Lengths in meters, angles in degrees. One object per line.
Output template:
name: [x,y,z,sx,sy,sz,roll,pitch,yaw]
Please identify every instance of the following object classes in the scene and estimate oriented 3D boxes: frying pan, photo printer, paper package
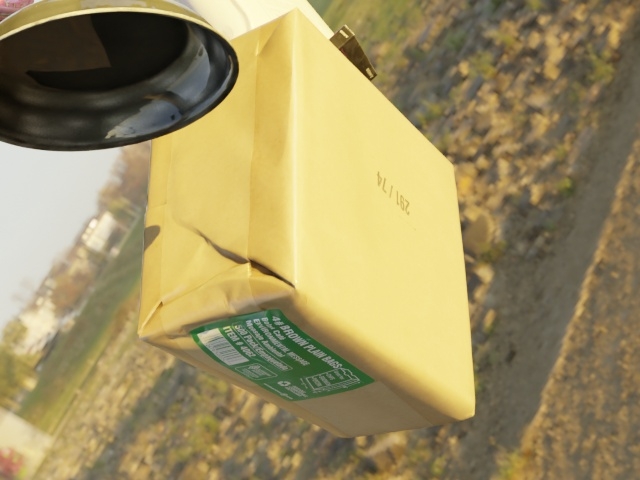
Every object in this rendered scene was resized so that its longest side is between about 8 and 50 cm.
frying pan: [-0.209,-0.095,0.801,0.326,0.197,0.053,-22,69,28]
photo printer: [-0.111,-0.357,1.707,0.107,0.307,0.256,-48,-26,25]
paper package: [0.000,0.000,1.042,0.168,0.325,0.310,-20,55,27]

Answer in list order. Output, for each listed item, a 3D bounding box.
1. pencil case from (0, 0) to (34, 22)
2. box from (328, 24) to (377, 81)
pencil case: [-0.574,-0.277,1.559,0.386,0.160,0.167,-36,43,26]
box: [0.000,-0.218,1.566,0.162,0.029,0.116,-44,-29,0]
